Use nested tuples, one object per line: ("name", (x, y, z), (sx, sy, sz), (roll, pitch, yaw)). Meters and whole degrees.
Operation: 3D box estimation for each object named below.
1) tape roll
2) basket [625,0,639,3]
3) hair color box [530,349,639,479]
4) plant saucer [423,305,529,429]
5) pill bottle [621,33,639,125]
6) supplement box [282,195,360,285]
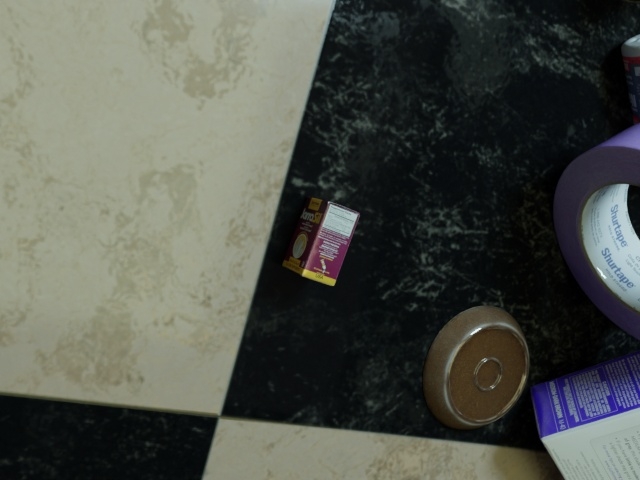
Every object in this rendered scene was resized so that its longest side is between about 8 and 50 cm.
("tape roll", (0.411, -0.002, 0.831), (0.090, 0.275, 0.274), (-29, 111, -19))
("basket", (0.464, -0.413, 0.858), (0.227, 0.154, 0.204), (-19, 109, -26))
("hair color box", (0.470, 0.229, 0.901), (0.339, 0.110, 0.185), (-24, 115, 21))
("plant saucer", (0.209, 0.169, 0.903), (0.168, 0.029, 0.168), (-5, 101, -26))
("pill bottle", (0.465, -0.184, 0.920), (0.108, 0.108, 0.180), (-25, 109, -20))
("supplement box", (0.000, 0.000, 0.753), (0.043, 0.055, 0.083), (20, 89, -28))
